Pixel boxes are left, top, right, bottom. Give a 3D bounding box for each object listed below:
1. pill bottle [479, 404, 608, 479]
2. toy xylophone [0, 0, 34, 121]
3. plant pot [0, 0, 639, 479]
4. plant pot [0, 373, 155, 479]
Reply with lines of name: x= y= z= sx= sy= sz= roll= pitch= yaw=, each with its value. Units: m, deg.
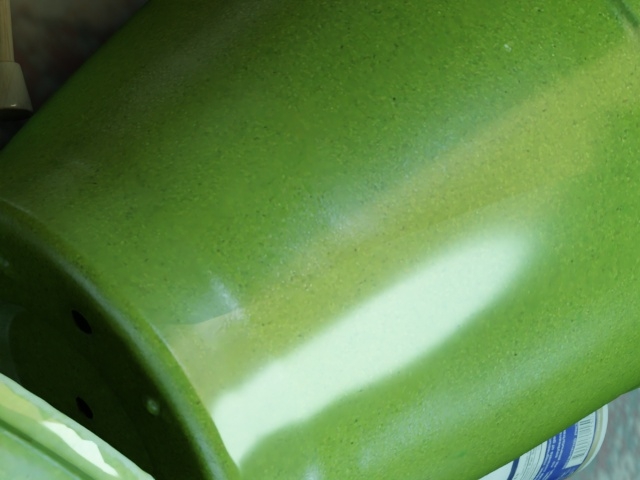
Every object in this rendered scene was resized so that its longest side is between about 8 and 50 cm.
pill bottle: x=0.101 y=0.123 z=1.003 sx=0.187 sy=0.112 sz=0.112 roll=-4 pitch=85 yaw=-48
toy xylophone: x=-0.228 y=-0.170 z=0.724 sx=0.236 sy=0.081 sz=0.322 roll=-4 pitch=85 yaw=-48
plant pot: x=0.000 y=0.000 z=0.775 sx=0.353 sy=0.366 sz=0.366 roll=-37 pitch=110 yaw=-33
plant pot: x=-0.211 y=0.159 z=0.502 sx=0.276 sy=0.276 sz=0.253 roll=42 pitch=65 yaw=-34
